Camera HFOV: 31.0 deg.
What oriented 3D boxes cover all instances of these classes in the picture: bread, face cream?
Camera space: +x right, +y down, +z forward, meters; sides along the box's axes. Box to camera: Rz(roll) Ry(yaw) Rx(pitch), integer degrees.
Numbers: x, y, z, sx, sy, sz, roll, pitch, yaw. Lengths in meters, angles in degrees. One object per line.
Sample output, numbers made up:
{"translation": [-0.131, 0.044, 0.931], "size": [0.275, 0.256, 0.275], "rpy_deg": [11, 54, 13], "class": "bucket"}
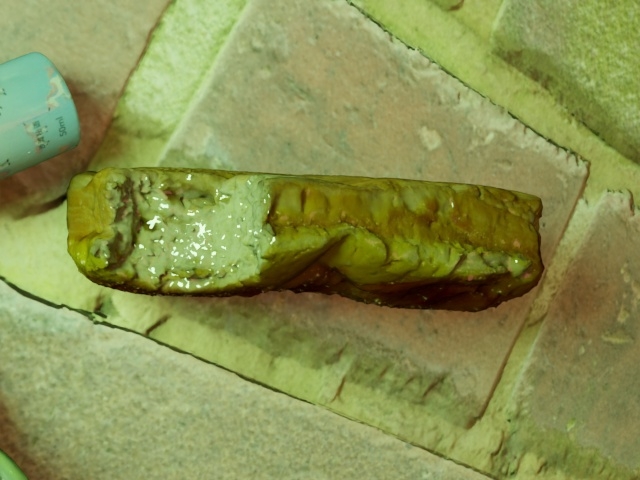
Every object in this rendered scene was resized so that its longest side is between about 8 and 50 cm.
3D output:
{"translation": [0.000, 0.000, 0.897], "size": [0.381, 0.185, 0.109], "rpy_deg": [4, 92, -35], "class": "bread"}
{"translation": [-0.276, -0.052, 0.761], "size": [0.229, 0.075, 0.075], "rpy_deg": [-28, 115, -26], "class": "face cream"}

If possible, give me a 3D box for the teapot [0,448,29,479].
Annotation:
{"translation": [-0.315, 0.191, 0.726], "size": [0.239, 0.321, 0.239], "rpy_deg": [-19, 149, -52], "class": "teapot"}
